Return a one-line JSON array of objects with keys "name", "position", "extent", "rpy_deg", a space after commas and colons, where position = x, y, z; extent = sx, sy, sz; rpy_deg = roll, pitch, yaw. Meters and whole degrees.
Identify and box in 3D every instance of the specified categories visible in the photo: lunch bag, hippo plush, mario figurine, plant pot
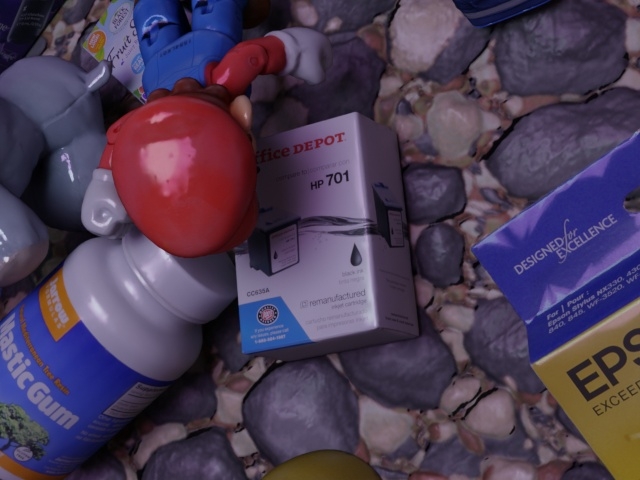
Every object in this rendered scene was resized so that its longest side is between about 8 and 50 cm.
[{"name": "lunch bag", "position": [0.156, -0.228, 1.098], "extent": [0.098, 0.065, 0.067], "rpy_deg": [-17, 57, 28]}, {"name": "hippo plush", "position": [-0.322, -0.080, 1.242], "extent": [0.234, 0.236, 0.294], "rpy_deg": [-17, 100, 37]}, {"name": "mario figurine", "position": [-0.098, -0.096, 1.120], "extent": [0.198, 0.170, 0.320], "rpy_deg": [-56, 24, 37]}, {"name": "plant pot", "position": [-0.016, 0.241, 1.092], "extent": [0.134, 0.095, 0.134], "rpy_deg": [-6, 77, 29]}]

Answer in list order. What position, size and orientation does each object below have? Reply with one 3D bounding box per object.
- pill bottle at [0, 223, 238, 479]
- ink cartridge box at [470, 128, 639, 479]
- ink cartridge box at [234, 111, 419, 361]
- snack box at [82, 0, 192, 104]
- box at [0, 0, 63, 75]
[{"name": "pill bottle", "position": [-0.207, 0.093, 1.200], "extent": [0.272, 0.152, 0.152], "rpy_deg": [-42, 63, 18]}, {"name": "ink cartridge box", "position": [0.306, 0.053, 0.883], "extent": [0.303, 0.072, 0.307], "rpy_deg": [-37, 94, 21]}, {"name": "ink cartridge box", "position": [0.000, 0.000, 1.137], "extent": [0.139, 0.082, 0.190], "rpy_deg": [-14, 75, 28]}, {"name": "snack box", "position": [-0.162, -0.192, 1.293], "extent": [0.141, 0.037, 0.100], "rpy_deg": [43, 101, 30]}, {"name": "box", "position": [-0.349, -0.291, 1.356], "extent": [0.207, 0.153, 0.108], "rpy_deg": [-50, 61, 14]}]
